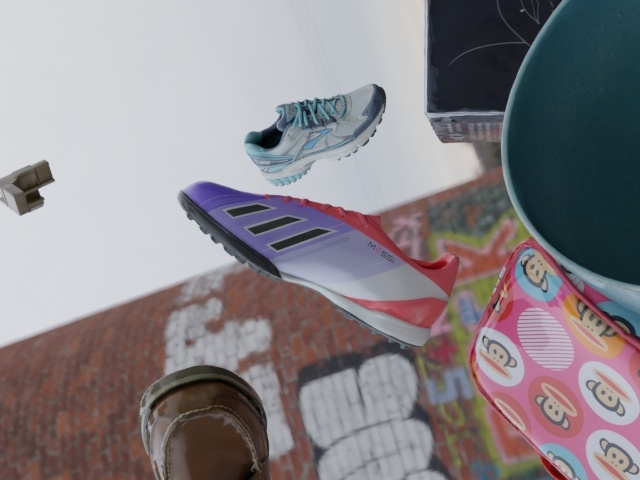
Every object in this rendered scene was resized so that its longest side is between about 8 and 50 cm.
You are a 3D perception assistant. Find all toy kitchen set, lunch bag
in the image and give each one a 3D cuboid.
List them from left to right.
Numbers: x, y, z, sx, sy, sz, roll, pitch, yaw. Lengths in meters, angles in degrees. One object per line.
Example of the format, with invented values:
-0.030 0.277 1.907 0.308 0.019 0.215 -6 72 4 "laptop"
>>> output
-0.413 -0.063 1.559 0.075 0.083 0.068 28 138 46 "toy kitchen set"
0.269 0.144 0.962 0.293 0.120 0.258 44 142 26 "lunch bag"

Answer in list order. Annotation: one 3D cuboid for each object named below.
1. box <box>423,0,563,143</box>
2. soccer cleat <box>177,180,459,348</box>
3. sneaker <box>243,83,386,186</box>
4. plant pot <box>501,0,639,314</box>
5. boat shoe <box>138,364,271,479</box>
0.384 -0.381 1.446 0.297 0.471 0.480 7 -96 -79 "box"
0.000 0.000 1.166 0.318 0.116 0.108 29 -172 -11 "soccer cleat"
-0.014 -0.199 1.902 0.122 0.283 0.110 41 -151 -36 "sneaker"
0.283 -0.050 0.643 0.195 0.290 0.290 40 -149 -38 "plant pot"
-0.083 0.229 0.960 0.307 0.110 0.104 80 169 -50 "boat shoe"
